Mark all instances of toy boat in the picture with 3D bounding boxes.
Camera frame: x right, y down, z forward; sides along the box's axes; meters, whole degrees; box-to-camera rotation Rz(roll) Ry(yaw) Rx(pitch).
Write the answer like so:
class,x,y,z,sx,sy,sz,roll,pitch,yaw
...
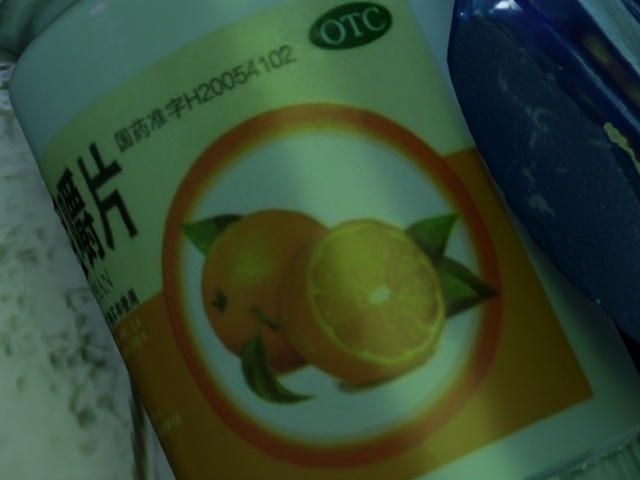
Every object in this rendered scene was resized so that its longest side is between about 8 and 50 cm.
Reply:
class,x,y,z,sx,sy,sz,roll,pitch,yaw
toy boat,0.175,-0.065,0.639,0.291,0.067,0.220,-29,87,-38

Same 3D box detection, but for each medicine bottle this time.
class,x,y,z,sx,sy,sz,roll,pitch,yaw
medicine bottle,0.000,0.000,0.634,0.158,0.158,0.318,-23,82,-17

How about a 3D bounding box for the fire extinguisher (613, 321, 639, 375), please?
class,x,y,z,sx,sy,sz,roll,pitch,yaw
fire extinguisher,0.152,0.005,0.696,0.114,0.135,0.337,-22,80,25
